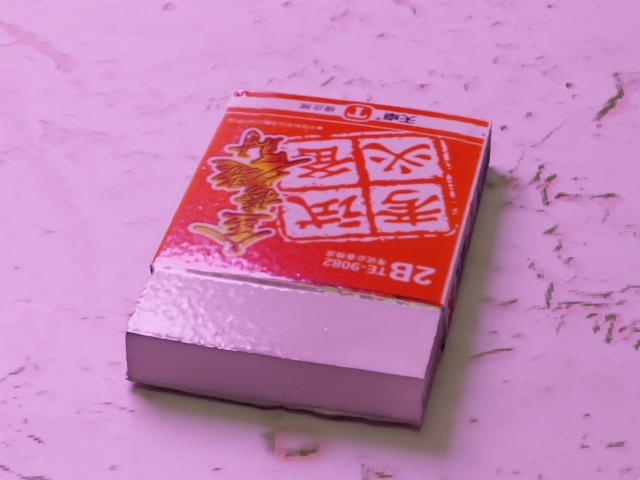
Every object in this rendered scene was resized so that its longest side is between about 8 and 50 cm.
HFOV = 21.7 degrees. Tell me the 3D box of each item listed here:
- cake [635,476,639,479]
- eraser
[{"bbox_3d":[0.165,0.135,0.681,0.090,0.109,0.225,19,44,25],"label":"cake"},{"bbox_3d":[0.000,0.000,0.906,0.157,0.038,0.230,8,39,10],"label":"eraser"}]
